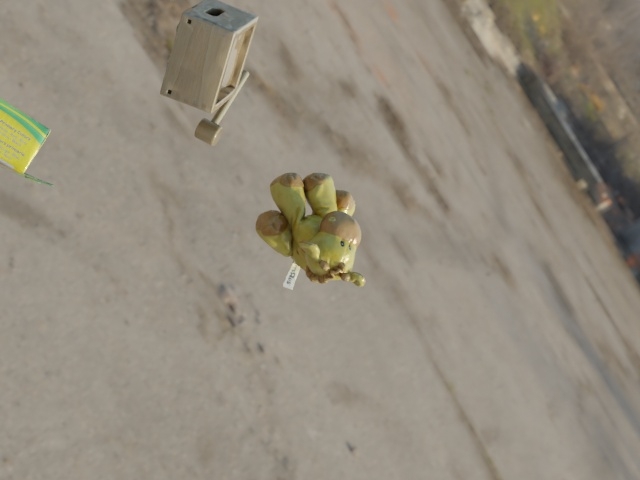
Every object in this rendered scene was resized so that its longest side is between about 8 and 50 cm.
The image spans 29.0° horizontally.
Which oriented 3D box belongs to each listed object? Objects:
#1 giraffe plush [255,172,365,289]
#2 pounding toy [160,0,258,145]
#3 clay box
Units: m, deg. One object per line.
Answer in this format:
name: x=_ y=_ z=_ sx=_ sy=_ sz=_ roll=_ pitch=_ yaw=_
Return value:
giraffe plush: x=0.000 y=0.000 z=2.059 sx=0.170 sy=0.181 sz=0.210 roll=-153 pitch=-114 yaw=-63
pounding toy: x=-0.171 y=-0.247 z=1.833 sx=0.094 sy=0.206 sz=0.181 roll=22 pitch=24 yaw=5
clay box: x=-0.337 y=-0.126 z=1.117 sx=0.222 sy=0.053 sz=0.127 roll=33 pitch=-7 yaw=-26
